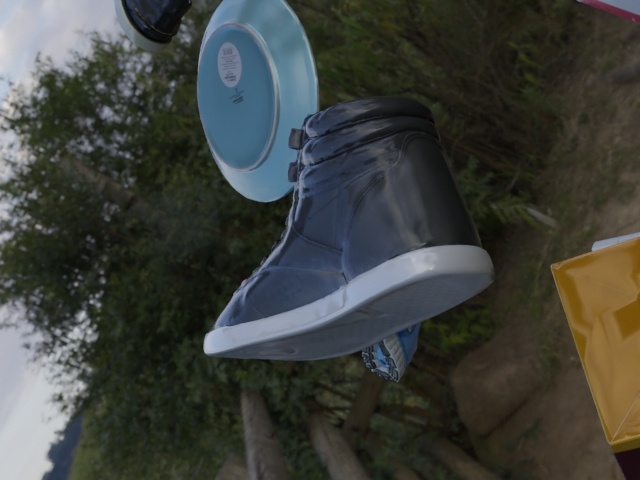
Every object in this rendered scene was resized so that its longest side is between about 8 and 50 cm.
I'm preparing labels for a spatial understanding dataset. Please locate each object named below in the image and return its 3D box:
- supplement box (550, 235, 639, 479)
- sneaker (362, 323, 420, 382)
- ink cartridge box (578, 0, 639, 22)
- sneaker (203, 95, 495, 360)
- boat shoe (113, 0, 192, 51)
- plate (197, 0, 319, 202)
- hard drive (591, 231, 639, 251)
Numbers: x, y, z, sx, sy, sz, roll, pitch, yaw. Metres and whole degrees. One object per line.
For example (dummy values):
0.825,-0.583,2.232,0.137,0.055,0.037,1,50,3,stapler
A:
0.324,0.127,0.762,0.129,0.194,0.191,-20,47,16,supplement box
0.077,0.078,0.901,0.073,0.063,0.162,-41,-44,-36,sneaker
0.470,-0.360,0.784,0.384,0.279,0.160,-51,-26,-24,ink cartridge box
0.001,0.000,0.584,0.296,0.105,0.146,-31,59,51,sneaker
-0.270,-0.458,1.238,0.113,0.127,0.340,-33,59,35,boat shoe
-0.066,-0.125,0.703,0.188,0.024,0.188,20,116,49,plate
0.538,0.075,0.974,0.353,0.233,0.047,-15,9,30,hard drive
